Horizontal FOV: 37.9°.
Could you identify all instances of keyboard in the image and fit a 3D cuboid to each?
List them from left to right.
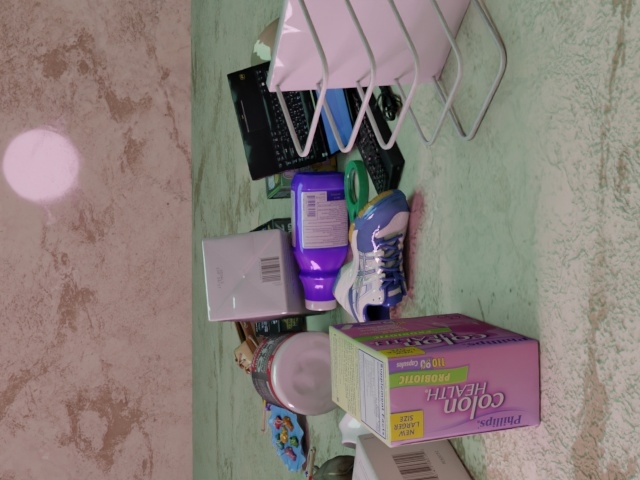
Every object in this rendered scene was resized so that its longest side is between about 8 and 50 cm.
[{"bbox_3d":[0.091,-0.230,1.720,0.201,0.033,0.317,103,156,-43],"label":"keyboard"}]

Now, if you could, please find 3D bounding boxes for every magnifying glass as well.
[{"bbox_3d":[0.074,-0.043,1.829,0.092,0.026,0.231,175,93,-73],"label":"magnifying glass"}]

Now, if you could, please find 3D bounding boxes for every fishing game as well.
[{"bbox_3d":[-0.093,0.500,2.369,0.264,0.041,0.189,43,135,47],"label":"fishing game"}]

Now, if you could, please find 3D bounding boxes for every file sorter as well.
[{"bbox_3d":[0.091,-0.239,1.306,0.193,0.277,0.173,109,148,-51],"label":"file sorter"}]

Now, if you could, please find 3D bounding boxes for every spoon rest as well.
[{"bbox_3d":[0.093,0.339,1.733,0.276,0.084,0.137,117,145,-61],"label":"spoon rest"}]

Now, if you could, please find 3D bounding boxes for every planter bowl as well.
[{"bbox_3d":[-0.053,-0.387,1.986,0.109,0.162,0.162,45,143,26],"label":"planter bowl"}]

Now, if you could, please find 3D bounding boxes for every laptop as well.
[{"bbox_3d":[-0.061,-0.267,1.853,0.136,0.264,0.234,2,-106,-76],"label":"laptop"}]

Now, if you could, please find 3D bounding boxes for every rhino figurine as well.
[{"bbox_3d":[0.040,0.477,1.895,0.243,0.106,0.073,131,133,-67],"label":"rhino figurine"}]

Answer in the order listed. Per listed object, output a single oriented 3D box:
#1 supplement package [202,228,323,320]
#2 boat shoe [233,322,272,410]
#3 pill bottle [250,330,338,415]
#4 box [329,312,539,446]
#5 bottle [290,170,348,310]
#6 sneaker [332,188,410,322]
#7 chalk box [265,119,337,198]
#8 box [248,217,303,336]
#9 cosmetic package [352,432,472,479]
[{"bbox_3d":[-0.117,0.083,2.019,0.293,0.175,0.178,18,-115,-75],"label":"supplement package"},{"bbox_3d":[-0.180,0.316,2.566,0.122,0.120,0.324,109,152,-53],"label":"boat shoe"},{"bbox_3d":[-0.056,0.287,2.054,0.318,0.176,0.176,161,105,-72],"label":"pill bottle"},{"bbox_3d":[0.148,0.183,1.292,0.243,0.213,0.117,-162,69,-72],"label":"box"},{"bbox_3d":[0.000,0.000,1.916,0.092,0.118,0.283,-154,62,-70],"label":"bottle"},{"bbox_3d":[0.114,0.042,1.617,0.131,0.112,0.296,53,149,31],"label":"sneaker"},{"bbox_3d":[-0.044,-0.160,2.011,0.132,0.132,0.213,153,111,-71],"label":"chalk box"},{"bbox_3d":[-0.118,0.103,2.405,0.293,0.073,0.296,158,108,-72],"label":"box"},{"bbox_3d":[0.134,0.509,1.510,0.197,0.155,0.366,-120,30,-57],"label":"cosmetic package"}]
